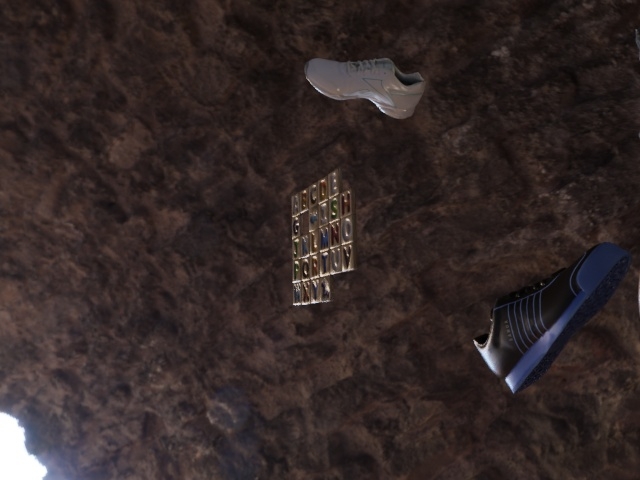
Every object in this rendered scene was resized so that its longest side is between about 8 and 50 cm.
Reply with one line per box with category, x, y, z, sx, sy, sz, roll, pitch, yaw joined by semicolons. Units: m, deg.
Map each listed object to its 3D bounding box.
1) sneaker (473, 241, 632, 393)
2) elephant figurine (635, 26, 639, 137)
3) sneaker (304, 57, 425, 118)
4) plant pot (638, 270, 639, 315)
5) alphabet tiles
sneaker;0.260;0.080;0.654;0.090;0.082;0.232;50;-48;34
elephant figurine;0.394;-0.165;0.564;0.240;0.186;0.169;-13;-106;-3
sneaker;0.057;-0.200;0.676;0.061;0.152;0.053;124;-27;-55
plant pot;0.365;0.001;0.334;0.263;0.229;0.262;25;-50;33
alphabet tiles;0.000;0.000;0.888;0.237;0.009;0.198;160;-69;-65
